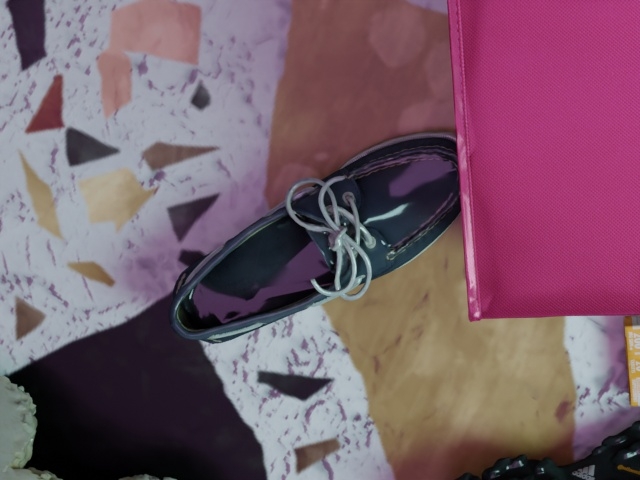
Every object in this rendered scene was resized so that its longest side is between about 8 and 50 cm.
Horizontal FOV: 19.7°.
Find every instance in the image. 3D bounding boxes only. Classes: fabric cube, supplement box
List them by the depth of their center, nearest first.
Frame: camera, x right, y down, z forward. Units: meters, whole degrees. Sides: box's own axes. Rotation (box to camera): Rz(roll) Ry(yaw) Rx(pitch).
[{"bbox_3d":[0.229,-0.094,1.215,0.258,0.259,0.254,-4,99,11],"label":"fabric cube"},{"bbox_3d":[0.273,0.085,1.348,0.098,0.036,0.062,-5,99,9],"label":"supplement box"}]

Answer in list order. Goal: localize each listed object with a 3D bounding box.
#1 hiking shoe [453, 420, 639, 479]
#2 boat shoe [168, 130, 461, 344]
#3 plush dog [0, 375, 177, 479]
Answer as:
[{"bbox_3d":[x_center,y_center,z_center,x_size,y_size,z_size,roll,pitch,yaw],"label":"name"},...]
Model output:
[{"bbox_3d":[0.237,0.210,1.357,0.304,0.113,0.132,-10,128,4],"label":"hiking shoe"},{"bbox_3d":[0.000,0.000,1.355,0.255,0.079,0.095,-24,94,12],"label":"boat shoe"},{"bbox_3d":[-0.243,0.264,1.397,0.262,0.210,0.225,30,129,5],"label":"plush dog"}]
